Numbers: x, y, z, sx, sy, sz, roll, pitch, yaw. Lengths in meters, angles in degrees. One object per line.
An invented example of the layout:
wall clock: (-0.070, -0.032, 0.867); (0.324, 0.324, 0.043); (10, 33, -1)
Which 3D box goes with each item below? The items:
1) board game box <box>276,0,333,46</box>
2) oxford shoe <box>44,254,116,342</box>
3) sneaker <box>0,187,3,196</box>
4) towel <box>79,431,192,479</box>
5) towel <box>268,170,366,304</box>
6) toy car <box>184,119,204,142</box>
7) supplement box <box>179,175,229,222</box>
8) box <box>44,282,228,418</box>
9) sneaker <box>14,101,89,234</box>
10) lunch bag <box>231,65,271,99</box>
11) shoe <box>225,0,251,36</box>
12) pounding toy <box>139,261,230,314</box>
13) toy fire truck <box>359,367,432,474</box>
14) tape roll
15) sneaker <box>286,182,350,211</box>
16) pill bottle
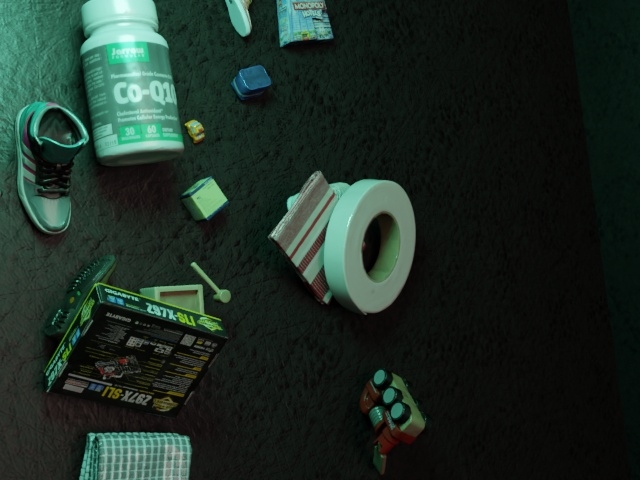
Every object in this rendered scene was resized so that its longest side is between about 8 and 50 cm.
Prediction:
board game box: (-0.053, -0.673, 2.209); (0.194, 0.060, 0.194); (-19, 96, -39)
oxford shoe: (-0.521, 0.136, 1.706); (0.096, 0.083, 0.227); (46, 63, -38)
sneaker: (-0.764, -0.158, 1.545); (0.106, 0.078, 0.234); (-48, 115, -36)
towel: (-0.414, 0.575, 1.691); (0.235, 0.121, 0.283); (10, 77, -37)
towel: (0.000, 0.000, 2.087); (0.237, 0.037, 0.329); (-55, 137, -21)
toy car: (-0.347, -0.277, 1.924); (0.122, 0.041, 0.060); (-13, 92, -40)
supplement box: (-0.296, -0.104, 1.928); (0.083, 0.056, 0.083); (-45, 112, -34)
box: (-0.405, 0.253, 1.685); (0.322, 0.079, 0.257); (22, 112, -34)
sneaker: (-0.572, -0.166, 1.636); (0.124, 0.178, 0.295); (-10, 90, -40)
lunch bag: (-0.188, -0.428, 2.061); (0.098, 0.065, 0.067); (-22, 82, -38)
shoe: (-0.212, -0.652, 2.074); (0.081, 0.063, 0.177); (-26, 96, -33)
pounding toy: (-0.328, 0.146, 1.840); (0.206, 0.094, 0.180); (-1, 84, -39)
toy fire truck: (0.184, 0.528, 2.165); (0.159, 0.217, 0.246); (31, 107, -32)
tape roll: (0.149, 0.017, 2.184); (0.392, 0.072, 0.391); (-16, 110, -51)
sneaker: (0.018, -0.116, 2.161); (0.229, 0.092, 0.087); (-20, 94, -40)
pill bottle: (-0.442, -0.365, 1.756); (0.204, 0.204, 0.360); (-9, 89, -39)
